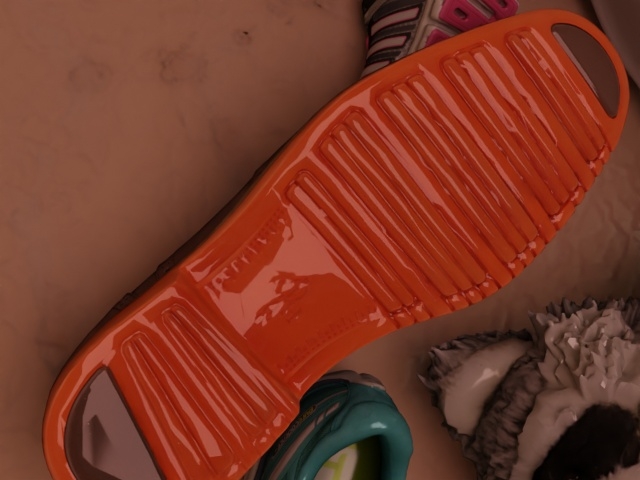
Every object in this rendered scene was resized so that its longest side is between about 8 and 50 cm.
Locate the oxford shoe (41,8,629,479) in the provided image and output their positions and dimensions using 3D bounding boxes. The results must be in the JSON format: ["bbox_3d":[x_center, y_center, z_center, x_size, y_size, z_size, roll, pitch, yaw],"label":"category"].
[{"bbox_3d":[0.000,0.000,0.905,0.364,0.133,0.130,-36,101,-8],"label":"oxford shoe"}]

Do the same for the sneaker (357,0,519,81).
[{"bbox_3d":[0.049,-0.101,0.961,0.063,0.075,0.170,19,109,-33],"label":"sneaker"}]

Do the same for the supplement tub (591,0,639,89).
[{"bbox_3d":[0.301,-0.184,0.962,0.272,0.191,0.191,-32,100,-13],"label":"supplement tub"}]

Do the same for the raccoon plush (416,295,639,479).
[{"bbox_3d":[0.265,0.047,0.999,0.446,0.299,0.216,-37,111,-53],"label":"raccoon plush"}]

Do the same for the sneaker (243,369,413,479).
[{"bbox_3d":[-0.015,0.204,0.920,0.107,0.110,0.275,13,88,-17],"label":"sneaker"}]
